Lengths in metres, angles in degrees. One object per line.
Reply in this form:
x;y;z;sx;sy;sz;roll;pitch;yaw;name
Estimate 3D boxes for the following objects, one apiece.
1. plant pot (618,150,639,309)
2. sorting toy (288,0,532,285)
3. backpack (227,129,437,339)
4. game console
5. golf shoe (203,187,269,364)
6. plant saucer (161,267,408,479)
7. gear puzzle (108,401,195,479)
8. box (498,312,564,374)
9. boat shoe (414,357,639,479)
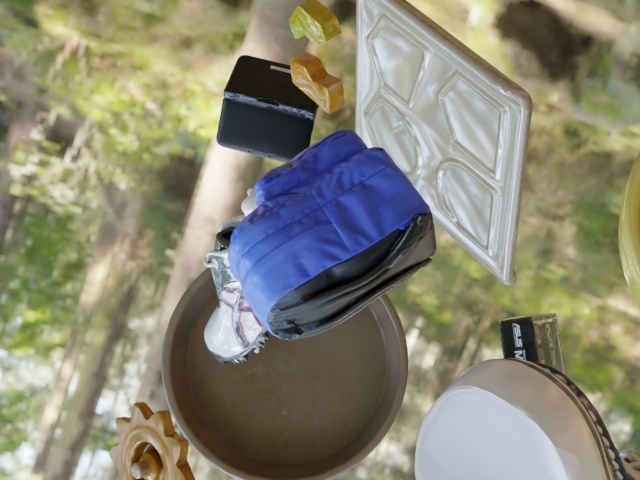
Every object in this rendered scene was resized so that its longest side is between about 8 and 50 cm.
0.378;0.010;1.250;0.254;0.254;0.239;23;169;10;plant pot
0.073;-0.124;1.230;0.041;0.229;0.307;-30;-129;-21;sorting toy
0.000;0.000;0.900;0.101;0.120;0.098;53;174;25;backpack
-0.062;-0.169;1.858;0.122;0.071;0.107;14;-127;6;game console
-0.072;0.031;1.524;0.120;0.273;0.105;28;-133;-13;golf shoe
-0.040;0.138;1.631;0.277;0.278;0.041;21;175;5;plant saucer
-0.096;0.276;0.986;0.044;0.339;0.175;-11;-178;-43;gear puzzle
0.248;0.178;1.626;0.045;0.191;0.184;-9;175;19;box
0.159;0.159;0.853;0.127;0.341;0.158;30;-123;34;boat shoe
